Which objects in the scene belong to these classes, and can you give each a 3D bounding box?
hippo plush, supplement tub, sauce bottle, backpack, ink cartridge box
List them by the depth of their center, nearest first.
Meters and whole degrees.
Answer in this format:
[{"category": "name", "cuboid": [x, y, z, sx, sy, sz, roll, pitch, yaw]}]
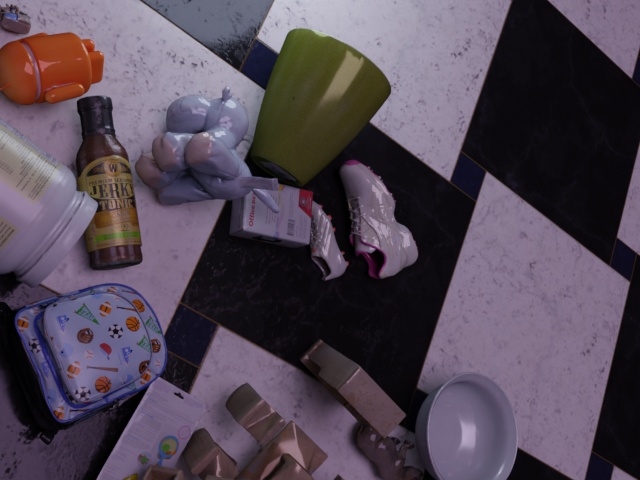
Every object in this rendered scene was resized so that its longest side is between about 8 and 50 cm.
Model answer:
[{"category": "supplement tub", "cuboid": [-0.589, -0.087, 1.499, 0.325, 0.235, 0.235, 40, 62, -22]}, {"category": "backpack", "cuboid": [-0.427, 0.200, 1.582, 0.263, 0.213, 0.276, -20, 90, -45]}, {"category": "sauce bottle", "cuboid": [-0.432, -0.116, 1.685, 0.111, 0.111, 0.344, -8, 86, -34]}, {"category": "hippo plush", "cuboid": [-0.227, -0.217, 1.754, 0.294, 0.234, 0.236, 2, 64, 0]}, {"category": "ink cartridge box", "cuboid": [-0.111, -0.062, 1.909, 0.175, 0.072, 0.127, 12, 75, -31]}]

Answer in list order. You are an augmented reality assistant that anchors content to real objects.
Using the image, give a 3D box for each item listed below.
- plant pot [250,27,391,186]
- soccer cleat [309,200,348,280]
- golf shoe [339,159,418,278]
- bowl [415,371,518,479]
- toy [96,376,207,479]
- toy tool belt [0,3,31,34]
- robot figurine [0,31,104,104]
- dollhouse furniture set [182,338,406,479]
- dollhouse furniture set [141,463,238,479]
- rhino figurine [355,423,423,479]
[{"category": "plant pot", "cuboid": [-0.027, -0.279, 1.914, 0.275, 0.275, 0.293, 33, 79, -24]}, {"category": "soccer cleat", "cuboid": [0.000, 0.000, 1.977, 0.076, 0.068, 0.196, -30, 101, -31]}, {"category": "golf shoe", "cuboid": [0.119, -0.047, 2.038, 0.140, 0.115, 0.306, -36, 100, -29]}, {"category": "bowl", "cuboid": [0.334, 0.475, 2.067, 0.298, 0.134, 0.298, 7, 77, -32]}, {"category": "toy", "cuboid": [-0.344, 0.402, 1.678, 0.137, 0.056, 0.237, 38, 68, -31]}, {"category": "toy tool belt", "cuboid": [-0.615, -0.443, 1.668, 0.083, 0.052, 0.051, 15, 42, -34]}, {"category": "robot figurine", "cuboid": [-0.538, -0.337, 1.648, 0.219, 0.128, 0.158, -20, 95, -35]}, {"category": "dollhouse furniture set", "cuboid": [-0.048, 0.432, 1.816, 0.394, 0.256, 0.362, -45, 107, -9]}, {"category": "dollhouse furniture set", "cuboid": [-0.228, 0.609, 1.527, 0.303, 0.286, 0.198, -66, 158, -52]}, {"category": "rhino figurine", "cuboid": [0.167, 0.510, 1.988, 0.243, 0.073, 0.106, 54, 54, -15]}]
